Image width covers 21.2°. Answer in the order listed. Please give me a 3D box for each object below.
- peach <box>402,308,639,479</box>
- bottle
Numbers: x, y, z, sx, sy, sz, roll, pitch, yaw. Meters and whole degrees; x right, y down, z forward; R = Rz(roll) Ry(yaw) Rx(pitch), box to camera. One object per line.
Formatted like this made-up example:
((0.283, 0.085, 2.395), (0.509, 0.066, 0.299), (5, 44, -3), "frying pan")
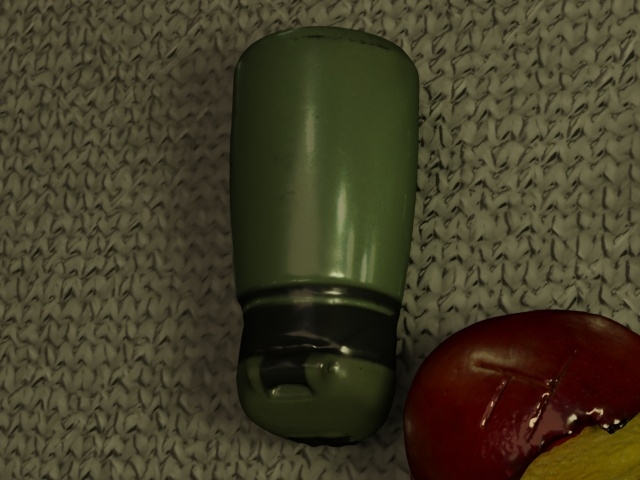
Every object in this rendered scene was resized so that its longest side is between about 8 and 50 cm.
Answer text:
((0.180, 0.153, 1.326), (0.226, 0.196, 0.189), (5, 110, 29), "peach")
((0.001, 0.001, 1.468), (0.169, 0.168, 0.346), (-5, 72, 24), "bottle")
